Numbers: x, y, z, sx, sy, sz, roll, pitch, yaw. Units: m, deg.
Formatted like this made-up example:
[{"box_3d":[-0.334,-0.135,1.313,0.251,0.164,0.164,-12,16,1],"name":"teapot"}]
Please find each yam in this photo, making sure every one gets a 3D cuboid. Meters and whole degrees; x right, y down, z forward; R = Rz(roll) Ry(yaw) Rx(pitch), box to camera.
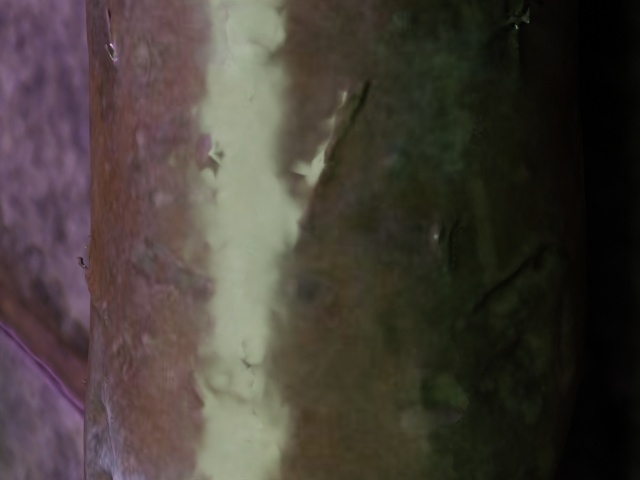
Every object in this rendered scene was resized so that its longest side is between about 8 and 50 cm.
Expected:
[{"box_3d":[0.000,0.000,0.357,0.106,0.106,0.259,5,98,43],"name":"yam"}]
